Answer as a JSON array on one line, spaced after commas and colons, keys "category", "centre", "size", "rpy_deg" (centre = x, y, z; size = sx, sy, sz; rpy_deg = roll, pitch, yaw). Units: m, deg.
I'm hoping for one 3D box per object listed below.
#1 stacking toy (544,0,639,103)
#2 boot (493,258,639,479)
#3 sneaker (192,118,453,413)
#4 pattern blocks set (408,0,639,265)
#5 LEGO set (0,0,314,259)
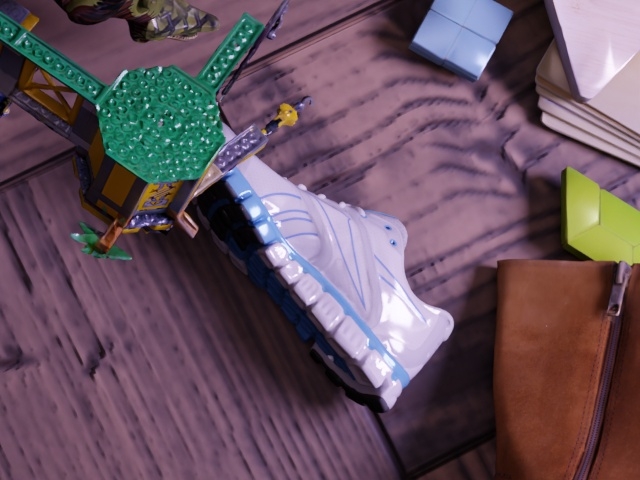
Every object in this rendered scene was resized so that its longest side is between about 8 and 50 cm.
[{"category": "stacking toy", "centre": [0.213, -0.243, 0.992], "size": [0.279, 0.130, 0.309], "rpy_deg": [-26, 87, -5]}, {"category": "boot", "centre": [0.087, 0.135, 0.974], "size": [0.264, 0.096, 0.280], "rpy_deg": [-6, 64, 30]}, {"category": "sneaker", "centre": [0.000, 0.000, 1.017], "size": [0.083, 0.071, 0.191], "rpy_deg": [-39, 92, -19]}, {"category": "pattern blocks set", "centre": [0.230, -0.103, 1.065], "size": [0.325, 0.026, 0.285], "rpy_deg": [38, 80, 2]}, {"category": "LEGO set", "centre": [-0.110, -0.140, 0.978], "size": [0.255, 0.192, 0.331], "rpy_deg": [26, 63, -6]}]
